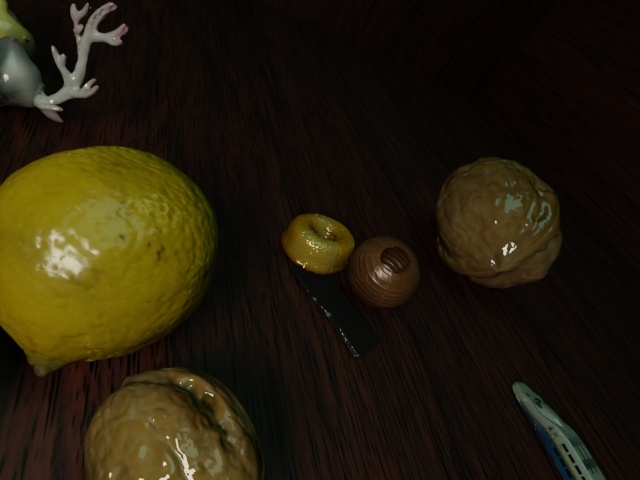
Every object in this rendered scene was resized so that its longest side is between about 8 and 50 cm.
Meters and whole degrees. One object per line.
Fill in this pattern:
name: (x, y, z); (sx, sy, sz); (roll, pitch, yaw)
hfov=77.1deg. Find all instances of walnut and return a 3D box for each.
walnut: (0.427, -0.037, 0.980); (0.306, 0.306, 0.343); (30, 43, -6)
walnut: (-0.137, 0.203, 0.377); (0.155, 0.155, 0.184); (-15, 59, -47)

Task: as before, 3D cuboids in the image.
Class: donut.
donut: (0.000, 0.000, 0.779); (0.152, 0.058, 0.152); (22, 30, -13)

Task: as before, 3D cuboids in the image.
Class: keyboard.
keyboard: (0.025, 0.116, 0.715); (0.074, 0.015, 0.196); (-12, 57, -50)

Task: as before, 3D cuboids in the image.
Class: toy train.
toy train: (0.432, 0.359, 0.726); (0.052, 0.051, 0.233); (13, 41, -33)

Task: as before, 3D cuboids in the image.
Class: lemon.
lemon: (-0.232, 0.010, 0.456); (0.228, 0.228, 0.253); (38, 29, 4)

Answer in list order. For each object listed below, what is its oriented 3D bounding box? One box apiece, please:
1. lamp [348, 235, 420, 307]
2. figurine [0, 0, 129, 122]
lamp: (0.118, 0.060, 0.753); (0.136, 0.136, 0.136); (21, 38, -18)
figurine: (-0.490, -0.313, 0.596); (0.315, 0.284, 0.206); (49, 38, 0)
